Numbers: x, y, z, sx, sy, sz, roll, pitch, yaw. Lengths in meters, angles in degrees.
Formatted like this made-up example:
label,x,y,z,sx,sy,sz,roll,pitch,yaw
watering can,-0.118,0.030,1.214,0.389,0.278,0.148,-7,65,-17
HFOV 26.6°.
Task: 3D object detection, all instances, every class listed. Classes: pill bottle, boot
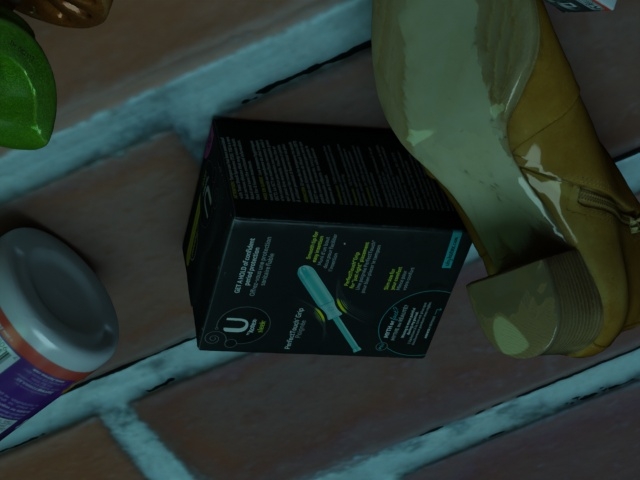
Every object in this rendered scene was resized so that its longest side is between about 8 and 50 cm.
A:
label,x,y,z,sx,sy,sz,roll,pitch,yaw
pill bottle,-0.239,0.086,0.909,0.193,0.108,0.108,-36,132,19
boot,0.131,-0.070,0.856,0.104,0.295,0.211,-14,179,27

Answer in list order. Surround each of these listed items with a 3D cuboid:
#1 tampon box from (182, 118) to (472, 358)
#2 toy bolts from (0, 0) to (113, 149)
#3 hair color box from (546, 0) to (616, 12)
label,x,y,z,sx,sy,sz,roll,pitch,yaw
tampon box,0.000,0.000,0.897,0.161,0.101,0.120,4,132,-18
toy bolts,-0.234,-0.173,0.681,0.218,0.158,0.228,8,159,34
hair color box,0.143,-0.202,0.731,0.072,0.043,0.141,21,86,-32
